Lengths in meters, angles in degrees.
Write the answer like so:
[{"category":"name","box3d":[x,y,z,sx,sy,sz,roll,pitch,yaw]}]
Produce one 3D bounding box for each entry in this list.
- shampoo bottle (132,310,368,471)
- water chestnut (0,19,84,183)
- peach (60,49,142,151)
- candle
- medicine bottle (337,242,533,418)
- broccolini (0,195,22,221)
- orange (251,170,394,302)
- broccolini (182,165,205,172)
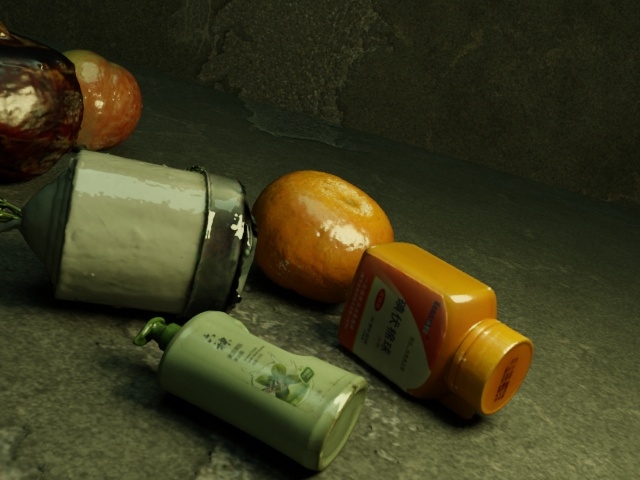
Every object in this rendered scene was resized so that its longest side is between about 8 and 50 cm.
[{"category":"shampoo bottle","box3d":[-0.079,0.134,0.696,0.234,0.087,0.118,23,22,18]},{"category":"water chestnut","box3d":[-0.541,-0.253,1.092,0.350,0.302,0.350,13,14,-3]},{"category":"peach","box3d":[-0.484,-0.276,1.443,0.232,0.233,0.232,15,18,-5]},{"category":"candle","box3d":[-0.251,-0.009,0.823,0.330,0.188,0.187,9,19,-19]},{"category":"medicine bottle","box3d":[0.140,0.111,0.860,0.112,0.149,0.222,-3,27,-46]},{"category":"broccolini","box3d":[-0.403,-0.026,0.967,0.194,0.054,0.052,22,-1,10]},{"category":"orange","box3d":[0.000,0.000,1.042,0.224,0.170,0.224,22,31,-14]},{"category":"broccolini","box3d":[-0.307,-0.102,1.296,0.202,0.068,0.091,-4,10,-13]}]
